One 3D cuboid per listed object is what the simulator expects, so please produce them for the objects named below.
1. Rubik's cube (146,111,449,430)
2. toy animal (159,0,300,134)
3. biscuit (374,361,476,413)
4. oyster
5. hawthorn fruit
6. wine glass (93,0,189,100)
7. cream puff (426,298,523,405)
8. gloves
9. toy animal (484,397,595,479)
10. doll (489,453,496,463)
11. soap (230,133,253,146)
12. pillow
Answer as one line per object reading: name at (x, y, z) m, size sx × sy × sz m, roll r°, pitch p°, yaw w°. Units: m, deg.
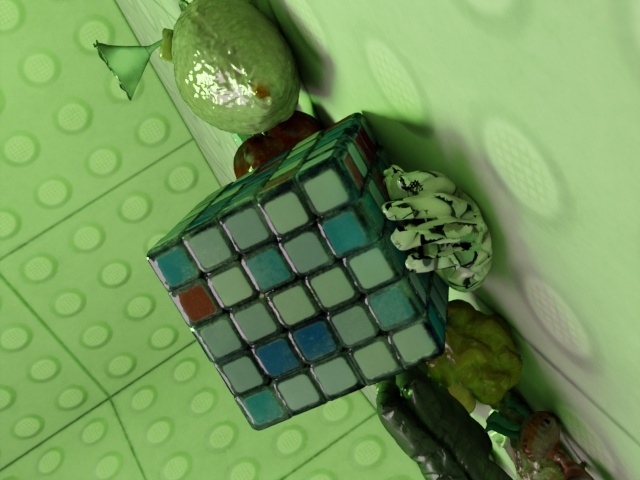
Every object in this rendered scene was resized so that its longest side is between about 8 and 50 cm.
Rubik's cube at (-0.011, 0.034, 1.162) m, size 0.292 × 0.293 × 0.287 m, roll 58°, pitch -162°, yaw -11°
toy animal at (-0.142, -0.281, 1.357) m, size 0.226 × 0.188 × 0.358 m, roll 54°, pitch 173°, yaw -24°
biscuit at (0.107, 0.215, 1.686) m, size 0.429 × 0.104 × 0.446 m, roll 21°, pitch 158°, yaw 38°
oyster at (0.327, 0.327, 1.361) m, size 0.161 × 0.107 × 0.232 m, roll 57°, pitch -167°, yaw -56°
hawthorn fruit at (-0.041, -0.117, 1.466) m, size 0.202 × 0.185 × 0.185 m, roll 42°, pitch 177°, yaw -19°
wine glass at (-0.383, -0.444, 1.952) m, size 0.156 × 0.232 × 0.156 m, roll 55°, pitch 173°, yaw 10°
cream puff at (0.220, 0.157, 1.213) m, size 0.156 × 0.121 × 0.156 m, roll 21°, pitch -174°, yaw -2°
gloves at (0.142, -0.020, 1.016) m, size 0.212 × 0.111 × 0.127 m, roll 62°, pitch -161°, yaw -55°
toy animal at (0.338, 0.317, 1.250) m, size 0.208 × 0.100 × 0.103 m, roll 42°, pitch -171°, yaw 32°
doll at (0.346, 0.484, 1.880) m, size 0.214 × 0.072 × 0.103 m, roll 55°, pitch -168°, yaw -83°
soap at (-0.096, -0.195, 1.673) m, size 0.198 × 0.115 × 0.063 m, roll 55°, pitch 172°, yaw 17°
pillow at (0.178, 0.284, 1.281) m, size 0.228 × 0.101 × 0.326 m, roll 51°, pitch -178°, yaw 0°
